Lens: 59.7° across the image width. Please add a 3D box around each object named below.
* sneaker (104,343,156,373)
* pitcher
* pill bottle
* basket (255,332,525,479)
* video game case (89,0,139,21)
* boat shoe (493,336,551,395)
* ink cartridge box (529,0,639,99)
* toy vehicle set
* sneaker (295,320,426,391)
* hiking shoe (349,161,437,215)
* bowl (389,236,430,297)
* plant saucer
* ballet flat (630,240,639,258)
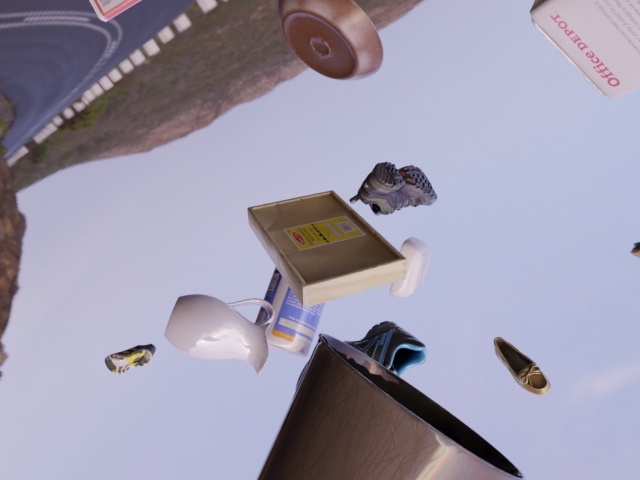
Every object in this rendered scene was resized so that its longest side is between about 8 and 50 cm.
[{"bbox_3d":[-0.277,0.172,0.817,0.083,0.031,0.035,-12,-168,18],"label":"sneaker"},{"bbox_3d":[-0.200,0.170,1.152,0.178,0.207,0.126,-81,-166,-51],"label":"pitcher"},{"bbox_3d":[-0.060,0.140,1.395,0.152,0.152,0.272,0,-116,50],"label":"pill bottle"},{"bbox_3d":[0.022,0.230,0.468,0.227,0.204,0.154,-57,179,-1],"label":"basket"},{"bbox_3d":[-0.296,-0.528,0.925,0.285,0.204,0.025,-26,-173,9],"label":"video game case"},{"bbox_3d":[0.428,0.268,1.196,0.056,0.048,0.153,-36,-137,1],"label":"boat shoe"},{"bbox_3d":[0.357,-0.264,0.581,0.212,0.154,0.093,-26,-149,59],"label":"ink cartridge box"},{"bbox_3d":[0.000,0.000,0.892,0.165,0.035,0.267,-13,-148,-19],"label":"toy vehicle set"},{"bbox_3d":[0.096,0.295,1.298,0.340,0.125,0.139,-27,-154,-28],"label":"sneaker"},{"bbox_3d":[0.159,-0.103,1.199,0.114,0.226,0.086,-38,-121,34],"label":"hiking shoe"},{"bbox_3d":[0.217,0.067,1.319,0.053,0.142,0.142,17,-168,19],"label":"bowl"},{"bbox_3d":[0.007,-0.323,0.896,0.198,0.198,0.036,9,-118,56],"label":"plant saucer"},{"bbox_3d":[0.492,0.016,0.677,0.232,0.073,0.080,-10,175,-10],"label":"ballet flat"}]
